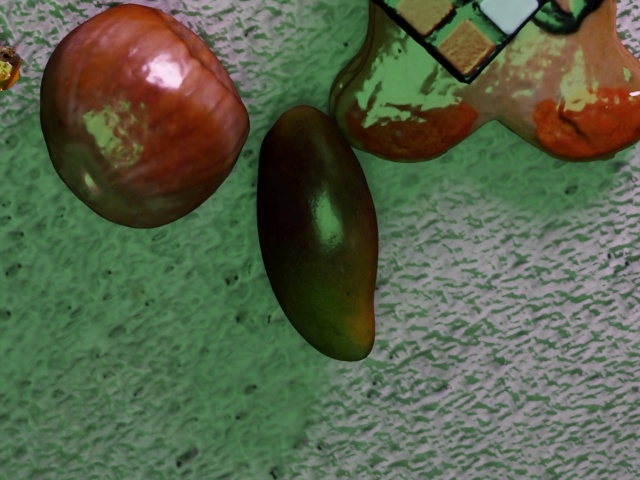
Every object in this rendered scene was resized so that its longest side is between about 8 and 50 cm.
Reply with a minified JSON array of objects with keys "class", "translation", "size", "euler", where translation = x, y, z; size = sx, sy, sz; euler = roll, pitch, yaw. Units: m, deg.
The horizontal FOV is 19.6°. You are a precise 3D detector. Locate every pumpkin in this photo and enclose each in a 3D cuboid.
[{"class":"pumpkin","translation":[-0.331,-0.180,1.802],"size":[0.083,0.074,0.054],"euler":[28,97,-8]}]

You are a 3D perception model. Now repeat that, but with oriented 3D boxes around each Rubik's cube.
[{"class":"Rubik's cube","translation":[0.122,-0.263,1.672],"size":[0.163,0.160,0.162],"euler":[42,103,-12]}]

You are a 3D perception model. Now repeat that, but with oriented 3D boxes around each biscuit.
[{"class":"biscuit","translation":[0.151,-0.267,1.789],"size":[0.368,0.076,0.394],"euler":[-1,105,-2]}]

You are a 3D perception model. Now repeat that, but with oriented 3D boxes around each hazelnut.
[{"class":"hazelnut","translation":[-0.175,-0.113,1.761],"size":[0.214,0.214,0.176],"euler":[47,142,-11]}]

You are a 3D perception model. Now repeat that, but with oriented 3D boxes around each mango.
[{"class":"mango","translation":[0.000,0.000,1.826],"size":[0.133,0.111,0.267],"euler":[7,115,43]}]
